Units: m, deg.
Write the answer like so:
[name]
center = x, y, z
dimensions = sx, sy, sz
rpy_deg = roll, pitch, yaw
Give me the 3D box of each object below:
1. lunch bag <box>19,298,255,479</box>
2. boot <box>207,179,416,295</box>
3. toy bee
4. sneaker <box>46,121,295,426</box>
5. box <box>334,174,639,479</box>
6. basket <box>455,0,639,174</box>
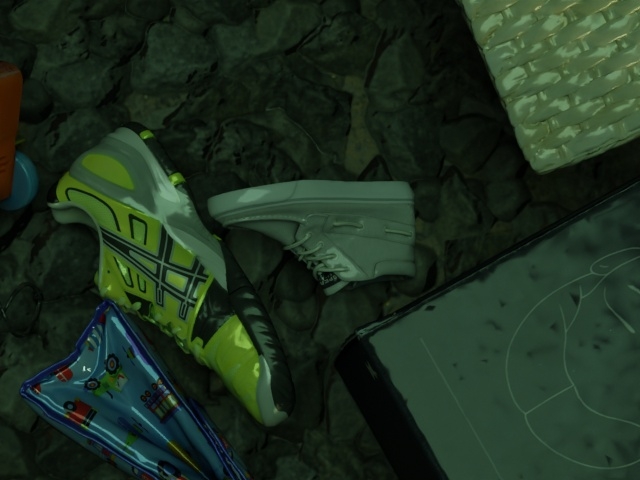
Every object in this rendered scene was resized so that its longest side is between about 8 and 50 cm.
[lunch bag]
center = -0.157, 0.220, 1.473
dimensions = 0.293, 0.221, 0.138
rpy_deg = 42, 79, 4
[boot]
center = 0.000, 0.000, 1.562
dimensions = 0.258, 0.095, 0.123
rpy_deg = -3, 82, -28
[toy bee]
center = -0.408, -0.053, 1.541
dimensions = 0.162, 0.195, 0.298
rpy_deg = 9, 89, 22
[sneaker]
center = -0.161, 0.055, 1.553
dimensions = 0.147, 0.145, 0.384
rpy_deg = -33, 72, -9
[box]
center = 0.339, 0.205, 1.473
dimensions = 0.472, 0.297, 0.479
rpy_deg = -28, 83, -10
[basket]
center = 0.308, -0.280, 1.508
dimensions = 0.331, 0.266, 0.328
rpy_deg = -23, 97, 14
